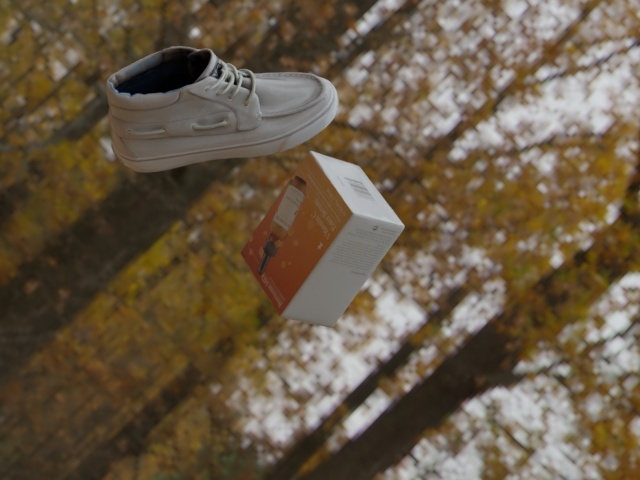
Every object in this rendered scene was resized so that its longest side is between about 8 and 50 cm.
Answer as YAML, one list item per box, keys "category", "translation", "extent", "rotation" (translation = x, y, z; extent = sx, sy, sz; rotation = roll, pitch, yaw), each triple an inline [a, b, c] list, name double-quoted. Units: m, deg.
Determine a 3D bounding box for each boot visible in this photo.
- category: "boot"
  translation: [-0.104, -0.156, 1.597]
  extent: [0.123, 0.258, 0.095]
  rotation: [89, -18, -53]

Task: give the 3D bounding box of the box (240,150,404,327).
- category: "box"
  translation: [0.000, 0.000, 1.831]
  extent: [0.091, 0.170, 0.130]
  rotation: [15, 29, -41]
